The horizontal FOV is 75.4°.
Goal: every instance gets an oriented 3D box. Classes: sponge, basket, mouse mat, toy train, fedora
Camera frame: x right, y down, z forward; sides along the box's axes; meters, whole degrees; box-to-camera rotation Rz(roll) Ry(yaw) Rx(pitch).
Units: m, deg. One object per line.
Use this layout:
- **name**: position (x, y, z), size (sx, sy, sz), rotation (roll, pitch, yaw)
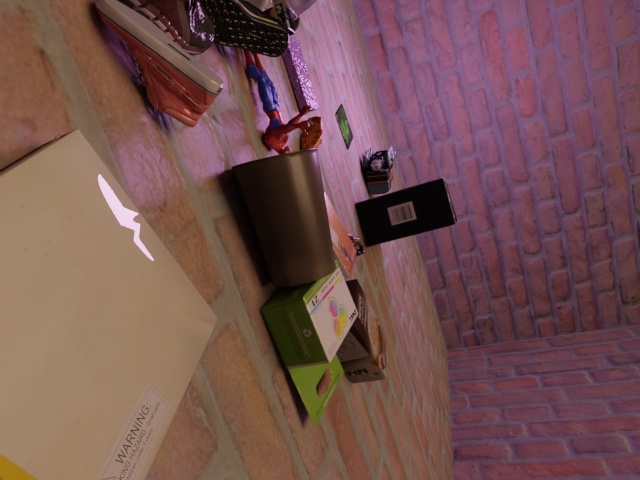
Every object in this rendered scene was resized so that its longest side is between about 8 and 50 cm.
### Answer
- **sponge**: position (-0.062, -0.484, 1.215), size (0.117, 0.031, 0.210), rotation (-49, 123, -67)
- **basket**: position (-0.056, -0.042, 0.769), size (0.204, 0.154, 0.227), rotation (-46, 125, -74)
- **mouse mat**: position (0.101, -0.470, 1.699), size (0.190, 0.007, 0.153), rotation (-69, 142, -57)
- **toy train**: position (0.280, -0.332, 1.935), size (0.334, 0.142, 0.191), rotation (-54, 140, -68)
- **fedora**: position (-0.084, -0.742, 1.185), size (0.275, 0.124, 0.244), rotation (-49, 122, -67)

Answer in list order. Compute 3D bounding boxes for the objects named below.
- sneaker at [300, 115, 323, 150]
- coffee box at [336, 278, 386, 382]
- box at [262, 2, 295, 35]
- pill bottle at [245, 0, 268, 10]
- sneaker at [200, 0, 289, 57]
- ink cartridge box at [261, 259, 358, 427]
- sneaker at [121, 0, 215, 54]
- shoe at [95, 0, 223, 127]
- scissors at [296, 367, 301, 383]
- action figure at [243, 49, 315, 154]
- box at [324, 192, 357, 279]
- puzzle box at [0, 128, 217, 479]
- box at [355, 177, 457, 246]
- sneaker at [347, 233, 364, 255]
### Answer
- **sneaker**: position (-0.014, -0.291, 1.179), size (0.175, 0.064, 0.068), rotation (-76, 157, -48)
- **coffee box**: position (0.086, 0.235, 1.048), size (0.141, 0.098, 0.247), rotation (-83, 153, -45)
- **box**: position (-0.115, -0.529, 1.017), size (0.052, 0.083, 0.062), rotation (-31, 107, -69)
- **pill bottle**: position (-0.151, -0.593, 0.930), size (0.184, 0.103, 0.103), rotation (-84, 153, -42)
- **sneaker**: position (-0.165, -0.422, 0.797), size (0.234, 0.084, 0.097), rotation (4, 42, -49)
- **ink cartridge box**: position (0.010, 0.195, 0.815), size (0.255, 0.096, 0.189), rotation (67, 26, -10)
- **sneaker**: position (-0.193, -0.370, 0.574), size (0.281, 0.162, 0.107), rotation (11, 67, -69)
- **shoe**: position (-0.224, -0.232, 0.552), size (0.178, 0.081, 0.064), rotation (34, 24, -20)
- **scissors**: position (-0.040, 0.150, 0.880), size (0.297, 0.021, 0.109), rotation (-72, 144, -54)
- **action figure**: position (-0.078, -0.312, 0.910), size (0.091, 0.138, 0.281), rotation (-21, 99, -69)
- **box**: position (0.000, 0.000, 0.938), size (0.171, 0.090, 0.130), rotation (60, 22, -18)
- **puzzle box**: position (-0.232, 0.120, 0.309), size (0.409, 0.052, 0.272), rotation (-76, 147, -53)
- **box**: position (0.352, -0.109, 1.650), size (0.312, 0.343, 0.179), rotation (-14, 89, -70)
- **sneaker**: position (0.077, 0.002, 1.210), size (0.178, 0.077, 0.072), rotation (37, 42, -60)
